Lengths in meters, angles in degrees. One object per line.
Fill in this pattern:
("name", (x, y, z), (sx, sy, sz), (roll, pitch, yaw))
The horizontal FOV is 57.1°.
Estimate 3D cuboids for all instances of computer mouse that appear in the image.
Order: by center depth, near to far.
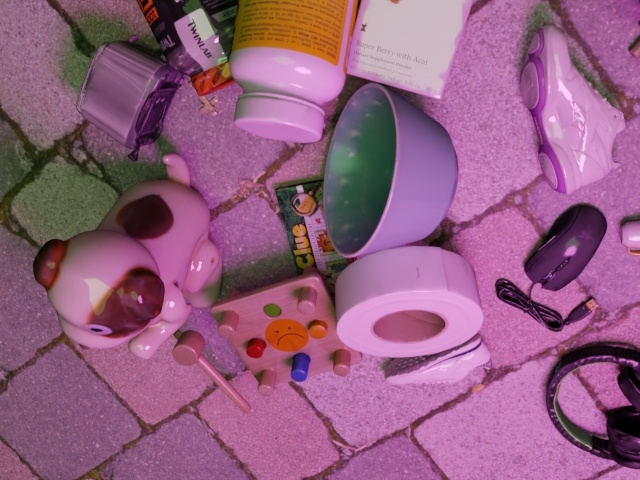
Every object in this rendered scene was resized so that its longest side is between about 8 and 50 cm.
("computer mouse", (0.498, 0.072, 1.172), (0.184, 0.060, 0.262), (37, 112, -3))

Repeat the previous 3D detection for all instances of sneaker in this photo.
("sneaker", (0.455, -0.242, 1.058), (0.152, 0.114, 0.305), (-19, 109, 2))
("sneaker", (0.254, 0.277, 1.281), (0.235, 0.090, 0.094), (-23, 113, 19))

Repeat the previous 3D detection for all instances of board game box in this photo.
("board game box", (0.000, 0.000, 1.257), (0.136, 0.030, 0.259), (-10, 107, 16))

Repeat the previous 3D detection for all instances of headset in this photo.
("headset", (0.661, 0.360, 1.177), (0.395, 0.185, 0.243), (11, 112, 19))

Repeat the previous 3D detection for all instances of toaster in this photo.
("toaster", (-0.384, -0.289, 1.175), (0.147, 0.129, 0.227), (32, 114, 2))

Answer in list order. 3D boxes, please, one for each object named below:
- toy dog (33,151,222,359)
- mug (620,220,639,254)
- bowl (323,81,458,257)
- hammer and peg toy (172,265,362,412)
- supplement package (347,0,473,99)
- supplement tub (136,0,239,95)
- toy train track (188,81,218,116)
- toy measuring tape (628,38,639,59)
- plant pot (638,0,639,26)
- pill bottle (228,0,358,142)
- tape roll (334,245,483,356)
("toy dog", (-0.349, 0.052, 1.136), (0.285, 0.408, 0.395), (29, 112, -1))
("mug", (0.611, -0.004, 1.126), (0.064, 0.062, 0.078), (-1, 103, 19))
("bowl", (0.135, -0.115, 1.070), (0.163, 0.311, 0.311), (7, 113, -20))
("hammer and peg toy", (-0.116, 0.219, 1.285), (0.362, 0.127, 0.265), (-19, 119, 17))
("supplement package", (0.167, -0.413, 0.999), (0.178, 0.175, 0.292), (17, 111, 4))
("supplement tub", (-0.222, -0.446, 1.044), (0.207, 0.207, 0.337), (-22, 103, 17))
("toy train track", (-0.242, -0.290, 1.206), (0.048, 0.014, 0.083), (-34, 99, 19))
("toy measuring tape", (0.682, -0.235, 1.026), (0.330, 0.121, 0.121), (46, 112, 17))
("plant pot", (0.576, -0.501, 0.862), (0.273, 0.272, 0.265), (-19, 96, 16))
("pill bottle", (-0.043, -0.335, 0.937), (0.188, 0.188, 0.333), (9, 88, 7))
("tape roll", (0.170, 0.128, 1.153), (0.286, 0.100, 0.286), (0, 145, 0))
